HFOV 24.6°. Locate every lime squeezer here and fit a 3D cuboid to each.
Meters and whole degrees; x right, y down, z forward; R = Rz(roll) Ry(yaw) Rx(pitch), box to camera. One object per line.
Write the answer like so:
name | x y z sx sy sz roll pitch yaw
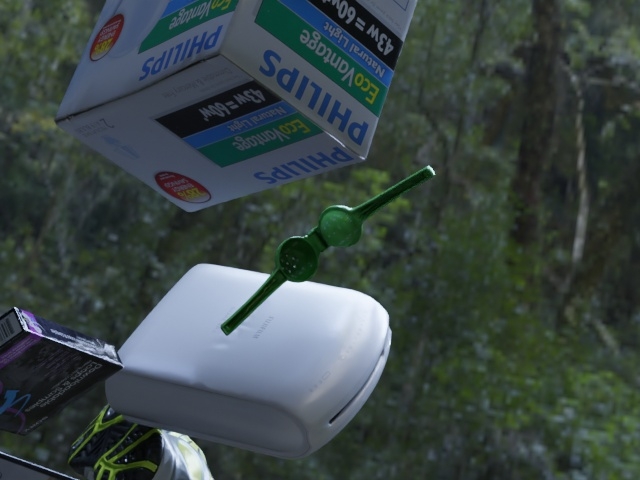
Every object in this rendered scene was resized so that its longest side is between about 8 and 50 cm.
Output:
lime squeezer | 0.000 0.000 1.764 0.059 0.310 0.110 53 0 6

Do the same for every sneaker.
sneaker | -0.236 0.303 1.980 0.147 0.145 0.384 41 -2 -18

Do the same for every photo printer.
photo printer | -0.077 0.149 1.837 0.307 0.256 0.107 10 -52 26

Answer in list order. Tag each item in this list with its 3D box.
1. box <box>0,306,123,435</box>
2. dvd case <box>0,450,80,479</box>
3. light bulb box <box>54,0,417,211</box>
box | -0.251 0.113 1.225 0.116 0.029 0.162 -35 -24 10
dvd case | -0.332 0.366 1.747 0.253 0.180 0.022 21 -11 -7
light bulb box | -0.084 -0.265 1.738 0.225 0.361 0.358 34 -29 -30
